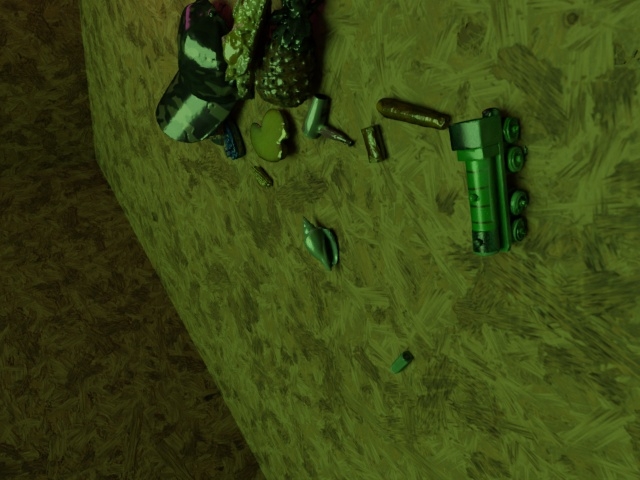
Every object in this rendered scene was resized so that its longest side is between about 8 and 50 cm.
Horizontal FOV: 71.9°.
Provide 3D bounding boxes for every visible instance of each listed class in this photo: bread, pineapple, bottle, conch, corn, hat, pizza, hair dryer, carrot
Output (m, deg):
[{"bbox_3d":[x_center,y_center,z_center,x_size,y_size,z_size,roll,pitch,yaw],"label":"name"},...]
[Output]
[{"bbox_3d":[0.118,-0.214,0.983,0.047,0.036,0.083,-171,64,-70],"label":"bread"},{"bbox_3d":[-0.057,-0.461,1.009,0.170,0.141,0.309,-103,28,-47],"label":"pineapple"},{"bbox_3d":[0.209,0.320,1.149,0.030,0.030,0.083,52,144,24],"label":"bottle"},{"bbox_3d":[0.000,0.001,1.255,0.180,0.088,0.065,59,-171,4],"label":"conch"},{"bbox_3d":[-0.138,-0.308,1.277,0.188,0.065,0.149,32,122,46],"label":"bread"},{"bbox_3d":[-0.191,-0.205,1.424,0.092,0.037,0.037,52,143,28],"label":"corn"},{"bbox_3d":[-0.408,-0.511,1.362,0.366,0.382,0.257,52,-174,22],"label":"hat"},{"bbox_3d":[-0.181,-0.481,1.075,0.323,0.090,0.222,155,134,-80],"label":"pizza"},{"bbox_3d":[0.025,-0.277,1.081,0.154,0.054,0.106,42,135,19],"label":"hair dryer"},{"bbox_3d":[0.180,-0.250,0.873,0.171,0.042,0.042,31,131,39],"label":"carrot"}]

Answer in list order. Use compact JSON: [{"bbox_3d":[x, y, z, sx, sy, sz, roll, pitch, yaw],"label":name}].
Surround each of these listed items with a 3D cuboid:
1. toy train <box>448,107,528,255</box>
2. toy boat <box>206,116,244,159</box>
[{"bbox_3d":[0.284,-0.092,0.741,0.085,0.119,0.250,7,112,52],"label":"toy train"},{"bbox_3d":[-0.330,-0.351,1.474,0.091,0.110,0.174,-10,98,59],"label":"toy boat"}]
